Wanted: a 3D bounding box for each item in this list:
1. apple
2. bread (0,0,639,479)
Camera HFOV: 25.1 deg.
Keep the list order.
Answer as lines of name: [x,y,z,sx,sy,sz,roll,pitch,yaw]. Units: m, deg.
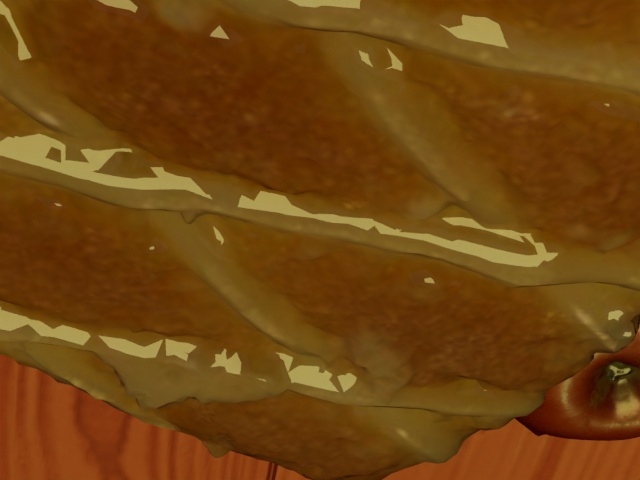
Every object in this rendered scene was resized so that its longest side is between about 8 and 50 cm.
apple: [0.149,0.033,0.759,0.163,0.139,0.163,-1,124,-2]
bread: [-0.012,-0.135,0.501,0.390,0.279,0.371,24,134,-26]
